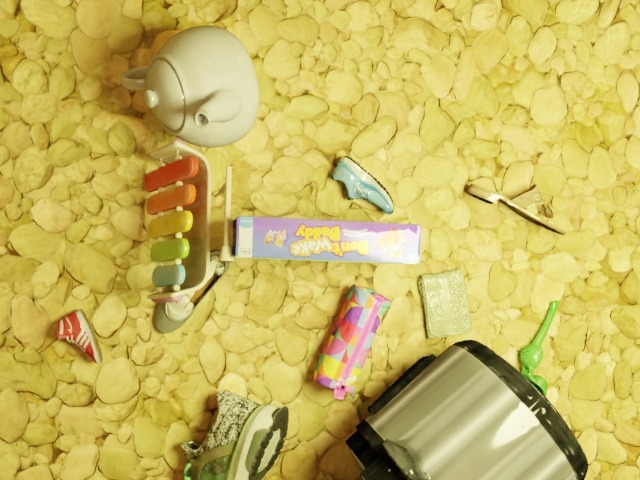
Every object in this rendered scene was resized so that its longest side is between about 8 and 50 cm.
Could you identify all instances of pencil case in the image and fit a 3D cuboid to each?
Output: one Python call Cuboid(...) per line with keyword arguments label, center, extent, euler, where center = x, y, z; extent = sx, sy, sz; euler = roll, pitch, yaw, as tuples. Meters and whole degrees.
Cuboid(label="pencil case", center=(0.068, 0.213, 1.475), extent=(0.104, 0.104, 0.236), euler=(22, 86, -8))

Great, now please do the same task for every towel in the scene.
Cuboid(label="towel", center=(0.278, 0.140, 1.542), extent=(0.110, 0.027, 0.148), euler=(-10, 91, -9))

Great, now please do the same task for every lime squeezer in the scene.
Cuboid(label="lime squeezer", center=(0.499, 0.296, 1.571), extent=(0.110, 0.059, 0.310), euler=(-4, 89, -39))

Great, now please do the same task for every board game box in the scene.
Cuboid(label="board game box", center=(0.000, 0.000, 1.397), extent=(0.347, 0.233, 0.078), euler=(2, 90, -8))

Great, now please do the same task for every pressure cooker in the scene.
Cuboid(label="pressure cooker", center=(0.250, 0.446, 1.364), extent=(0.420, 0.375, 0.370), euler=(-39, 98, -7))

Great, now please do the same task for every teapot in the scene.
Cuboid(label="teapot", center=(-0.255, -0.289, 1.343), extent=(0.187, 0.256, 0.252), euler=(-20, 81, -33))

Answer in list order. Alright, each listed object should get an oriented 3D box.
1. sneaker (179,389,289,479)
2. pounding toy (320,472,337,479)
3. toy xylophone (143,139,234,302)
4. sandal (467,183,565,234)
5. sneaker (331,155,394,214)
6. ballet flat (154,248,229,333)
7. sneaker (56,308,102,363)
Cuboid(label="sneaker", center=(-0.221, 0.490, 1.438), extent=(0.182, 0.158, 0.410), euler=(27, 88, 23))
Cuboid(label="pounding toy", center=(-0.025, 0.598, 1.462), extent=(0.206, 0.094, 0.181), euler=(-43, 96, -7))
Cuboid(label="toy xylophone", center=(-0.263, -0.041, 1.359), extent=(0.081, 0.236, 0.322), euler=(5, 72, -40))
Cuboid(label="sandal", center=(0.449, -0.093, 1.538), extent=(0.240, 0.088, 0.079), euler=(23, 92, -3))
Cuboid(label="sneaker", center=(0.092, -0.109, 1.508), extent=(0.162, 0.063, 0.073), euler=(41, 102, -2))
Cuboid(label="ballet flat", center=(-0.270, 0.103, 1.440), extent=(0.072, 0.068, 0.213), euler=(40, 85, -6))
Cuboid(label="sneaker", center=(-0.493, 0.206, 1.419), extent=(0.067, 0.042, 0.118), euler=(-24, 86, -12))
